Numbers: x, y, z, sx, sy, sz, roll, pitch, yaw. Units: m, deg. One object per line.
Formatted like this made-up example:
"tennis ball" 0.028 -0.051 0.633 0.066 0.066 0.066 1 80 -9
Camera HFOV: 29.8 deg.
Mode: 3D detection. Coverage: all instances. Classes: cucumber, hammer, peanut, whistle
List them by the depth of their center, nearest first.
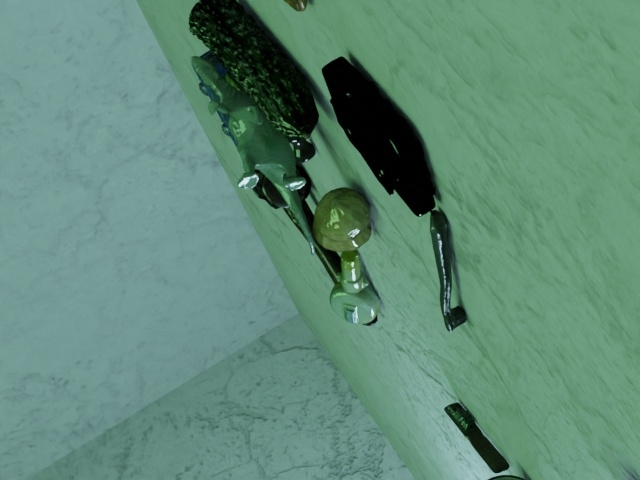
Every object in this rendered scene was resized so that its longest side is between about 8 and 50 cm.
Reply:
"cucumber" -0.094 -0.270 1.873 0.359 0.096 0.096 50 169 41
"peanut" 0.035 -0.031 1.970 0.098 0.090 0.214 48 173 7
"hammer" -0.132 -0.298 2.220 0.440 0.044 0.168 50 170 52
"whistle" 0.063 0.096 2.387 0.104 0.057 0.198 15 143 18
"hammer" 0.000 0.000 2.500 0.409 0.095 0.242 55 175 -10

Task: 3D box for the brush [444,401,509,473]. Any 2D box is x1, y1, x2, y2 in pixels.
"brush" 0.274 0.341 2.125 0.190 0.034 0.028 -128 25 -52

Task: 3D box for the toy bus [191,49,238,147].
"toy bus" -0.179 -0.287 2.527 0.094 0.079 0.237 21 145 53

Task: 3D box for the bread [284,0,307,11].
"bread" -0.047 -0.333 1.493 0.110 0.024 0.110 57 174 10

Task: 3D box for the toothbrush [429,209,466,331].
"toothbrush" 0.166 0.044 1.593 0.297 0.030 0.030 71 175 -58

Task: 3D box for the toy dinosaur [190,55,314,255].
"toy dinosaur" -0.081 -0.124 1.935 0.393 0.092 0.205 49 -169 -35

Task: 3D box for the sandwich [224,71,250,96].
"sandwich" -0.138 -0.280 2.354 0.074 0.074 0.116 53 156 39

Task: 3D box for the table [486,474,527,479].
"table" 0.324 0.494 2.019 0.126 0.126 0.220 54 172 37

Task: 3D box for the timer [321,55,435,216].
"timer" 0.067 -0.123 1.458 0.187 0.055 0.144 53 171 39
